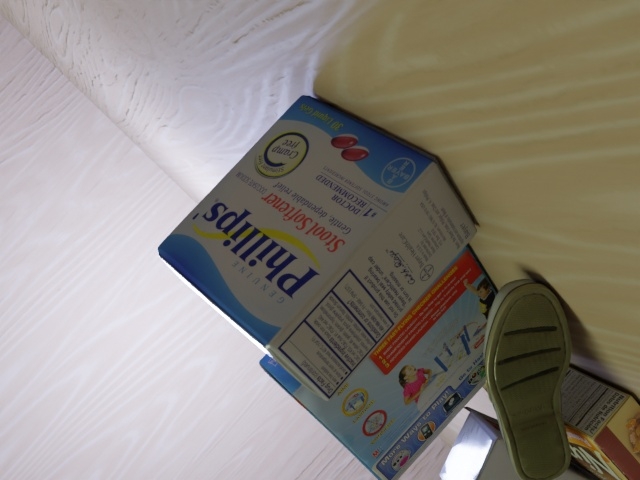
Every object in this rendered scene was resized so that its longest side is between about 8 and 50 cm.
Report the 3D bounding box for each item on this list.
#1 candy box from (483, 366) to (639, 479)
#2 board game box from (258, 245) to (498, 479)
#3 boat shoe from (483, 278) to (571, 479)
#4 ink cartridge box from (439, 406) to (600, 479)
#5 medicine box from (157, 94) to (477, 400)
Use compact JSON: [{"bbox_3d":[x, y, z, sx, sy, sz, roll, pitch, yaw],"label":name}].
[{"bbox_3d":[0.374,0.262,1.435,0.183,0.087,0.316,46,170,-24],"label":"candy box"},{"bbox_3d":[0.113,0.154,1.355,0.086,0.308,0.302,36,169,46],"label":"board game box"},{"bbox_3d":[0.260,0.172,1.258,0.103,0.113,0.302,-106,7,-61],"label":"boat shoe"},{"bbox_3d":[0.365,0.404,1.559,0.310,0.130,0.272,25,-179,-2],"label":"ink cartridge box"},{"bbox_3d":[-0.008,0.000,1.203,0.263,0.289,0.149,34,168,44],"label":"medicine box"}]
